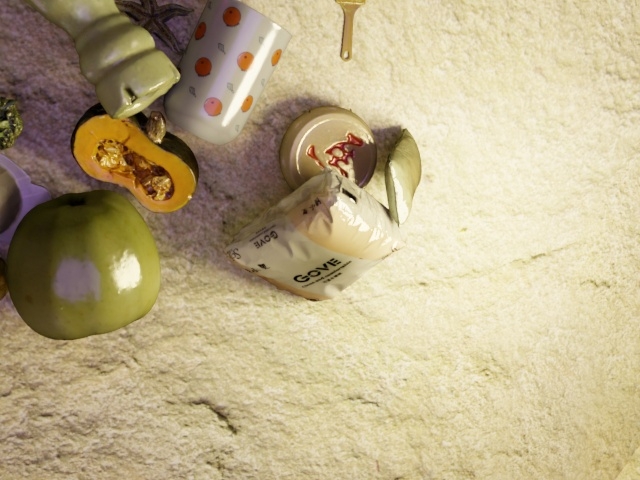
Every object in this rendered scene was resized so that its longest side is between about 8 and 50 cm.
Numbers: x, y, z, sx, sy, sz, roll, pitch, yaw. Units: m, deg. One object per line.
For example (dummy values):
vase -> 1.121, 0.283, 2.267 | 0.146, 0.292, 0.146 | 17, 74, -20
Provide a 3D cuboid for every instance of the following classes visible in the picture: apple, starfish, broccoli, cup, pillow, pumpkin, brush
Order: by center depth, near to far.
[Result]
broccoli -> -0.756, -0.272, 1.520 | 0.131, 0.120, 0.130 | 13, 110, 6
apple -> -0.561, 0.059, 1.557 | 0.357, 0.357, 0.357 | -4, 107, -15
starfish -> -0.412, -0.520, 1.581 | 0.208, 0.053, 0.176 | 30, 96, -19
cup -> -0.235, -0.401, 1.582 | 0.212, 0.212, 0.317 | 26, 98, -21
pumpkin -> -0.436, -0.218, 1.610 | 0.317, 0.139, 0.221 | 34, 102, -19
brush -> 0.075, -0.575, 1.729 | 0.083, 0.011, 0.205 | -1, 107, -16
pillow -> 0.223, -0.175, 1.757 | 0.075, 0.302, 0.184 | -5, 114, 19

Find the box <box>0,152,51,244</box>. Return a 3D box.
box -> -0.793, -0.073, 1.520 | 0.291, 0.206, 0.262 | 4, 105, -15

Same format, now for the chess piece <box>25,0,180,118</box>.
chess piece -> -0.500, -0.493, 1.426 | 0.234, 0.234, 0.442 | -36, 100, -4

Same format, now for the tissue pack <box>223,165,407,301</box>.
tissue pack -> 0.000, 0.000, 1.717 | 0.376, 0.195, 0.390 | -37, 137, 28

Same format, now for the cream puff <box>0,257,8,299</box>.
cream puff -> -0.824, 0.101, 1.595 | 0.121, 0.156, 0.156 | -19, 110, -8

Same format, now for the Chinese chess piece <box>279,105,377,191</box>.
Chinese chess piece -> 0.021, -0.227, 1.766 | 0.273, 0.102, 0.273 | -5, 107, -15
